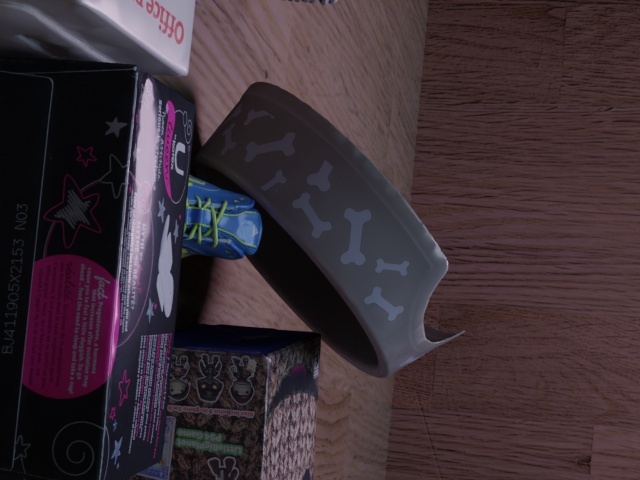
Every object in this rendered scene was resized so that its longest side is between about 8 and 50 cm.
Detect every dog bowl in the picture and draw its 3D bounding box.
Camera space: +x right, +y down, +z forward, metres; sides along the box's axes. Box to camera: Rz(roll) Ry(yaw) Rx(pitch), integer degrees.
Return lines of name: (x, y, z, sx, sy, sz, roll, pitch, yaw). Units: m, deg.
dog bowl: (0.000, 0.000, 1.273, 0.102, 0.349, 0.349, -42, 153, -13)

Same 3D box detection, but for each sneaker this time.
sneaker: (-0.122, -0.034, 1.095, 0.240, 0.126, 0.091, 36, 58, -76)

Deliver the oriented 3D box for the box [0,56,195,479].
box: (-0.181, 0.019, 0.761, 0.142, 0.163, 0.247, 26, 69, -80)

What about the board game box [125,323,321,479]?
board game box: (-0.099, 0.244, 1.255, 0.232, 0.141, 0.291, -8, 101, -77)

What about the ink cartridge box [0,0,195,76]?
ink cartridge box: (-0.172, -0.227, 0.711, 0.171, 0.168, 0.233, 28, 66, -75)

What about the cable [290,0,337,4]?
cable: (-0.012, -0.402, 1.384, 0.257, 0.089, 0.257, 137, -48, -78)
